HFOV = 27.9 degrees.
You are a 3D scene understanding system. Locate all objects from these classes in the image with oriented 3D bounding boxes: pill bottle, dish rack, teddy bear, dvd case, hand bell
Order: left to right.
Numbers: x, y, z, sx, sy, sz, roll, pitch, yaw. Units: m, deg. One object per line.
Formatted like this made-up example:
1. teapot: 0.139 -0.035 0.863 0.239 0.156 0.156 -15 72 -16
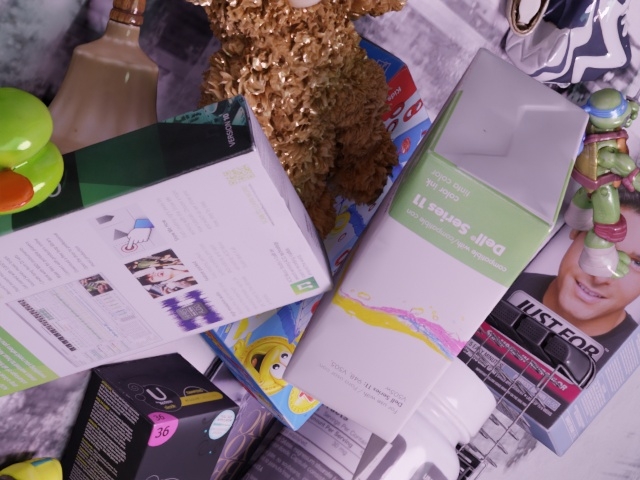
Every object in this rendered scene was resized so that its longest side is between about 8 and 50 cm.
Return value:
1. hand bell: -0.149 -0.181 0.988 0.126 0.126 0.242 -1 108 -51
2. dvd case: -0.102 0.200 1.456 0.221 0.018 0.164 -56 148 4
3. teddy bear: -0.010 -0.138 1.063 0.245 0.113 0.338 -21 125 -33
4. pill bottle: 0.035 0.282 1.526 0.361 0.204 0.204 -50 148 -12
5. dish rack: 0.197 0.200 1.669 0.271 0.208 0.074 -49 135 -5

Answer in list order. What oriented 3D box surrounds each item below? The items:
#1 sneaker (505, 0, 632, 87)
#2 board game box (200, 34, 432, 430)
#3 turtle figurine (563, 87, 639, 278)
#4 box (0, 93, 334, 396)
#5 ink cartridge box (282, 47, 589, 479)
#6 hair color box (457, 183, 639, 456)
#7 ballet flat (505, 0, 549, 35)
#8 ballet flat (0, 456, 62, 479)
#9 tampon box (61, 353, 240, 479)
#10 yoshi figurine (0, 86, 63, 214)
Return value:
1. sneaker: 0.325 -0.271 1.481 0.235 0.094 0.153 -57 149 7
2. board game box: 0.000 0.000 1.314 0.308 0.086 0.302 -46 143 -11
3. turtle figurine: 0.419 -0.094 1.672 0.274 0.198 0.266 -29 144 -27
4. box: -0.171 0.017 1.003 0.322 0.058 0.232 -19 149 5
5. ink cartridge box: 0.084 0.030 1.143 0.353 0.119 0.207 -59 180 37
6. hair color box: 0.377 0.095 1.804 0.374 0.185 0.113 -47 146 -10
7. ballet flat: 0.240 -0.294 1.375 0.052 0.057 0.168 -70 174 -56
8. ballet flat: -0.292 0.308 1.274 0.077 0.077 0.231 -35 145 -55
9. tampon box: -0.177 0.212 1.294 0.120 0.101 0.161 -6 125 -50
10. yoshi figurine: -0.353 -0.022 0.824 0.362 0.203 0.203 -22 167 -23
